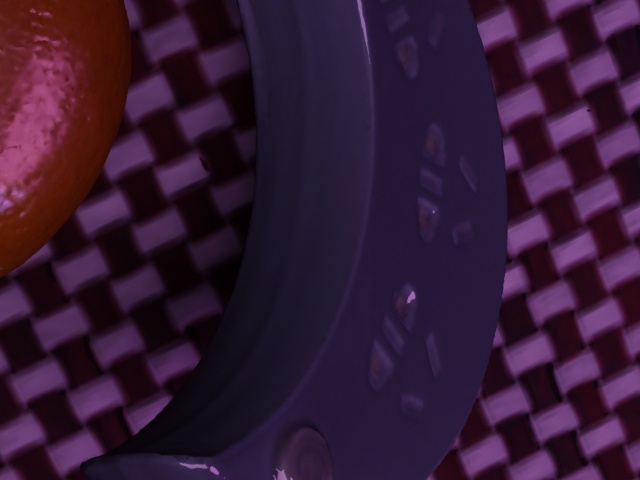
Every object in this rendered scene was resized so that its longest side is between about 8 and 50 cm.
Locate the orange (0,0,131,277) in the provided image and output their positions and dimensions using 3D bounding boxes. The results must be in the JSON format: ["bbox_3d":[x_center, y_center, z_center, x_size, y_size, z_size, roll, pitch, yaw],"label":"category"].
[{"bbox_3d":[-0.137,-0.057,0.574,0.156,0.124,0.156,-1,93,-29],"label":"orange"}]

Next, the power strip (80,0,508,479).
[{"bbox_3d":[0.000,0.000,0.603,0.167,0.054,0.253,22,67,-49],"label":"power strip"}]
